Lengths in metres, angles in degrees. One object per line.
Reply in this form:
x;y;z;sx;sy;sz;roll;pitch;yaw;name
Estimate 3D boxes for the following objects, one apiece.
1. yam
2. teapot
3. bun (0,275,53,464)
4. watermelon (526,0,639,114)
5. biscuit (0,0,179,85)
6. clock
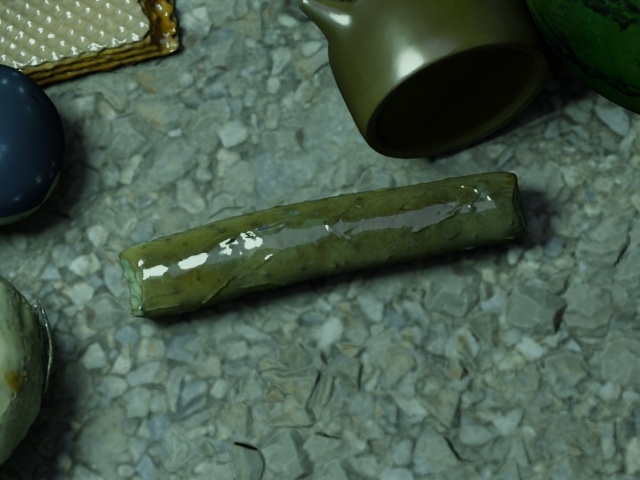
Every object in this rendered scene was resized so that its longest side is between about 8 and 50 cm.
0.000;0.000;1.650;0.372;0.083;0.083;-13;68;4;yam
0.105;-0.193;1.651;0.268;0.185;0.175;-4;62;-33;teapot
-0.346;0.124;1.626;0.239;0.141;0.239;-6;67;14;bun
0.348;-0.257;1.550;0.363;0.363;0.363;-3;69;9;watermelon
-0.328;-0.184;1.785;0.379;0.054;0.094;-12;68;5;biscuit
-0.357;-0.074;1.695;0.243;0.146;0.199;-14;42;3;clock
